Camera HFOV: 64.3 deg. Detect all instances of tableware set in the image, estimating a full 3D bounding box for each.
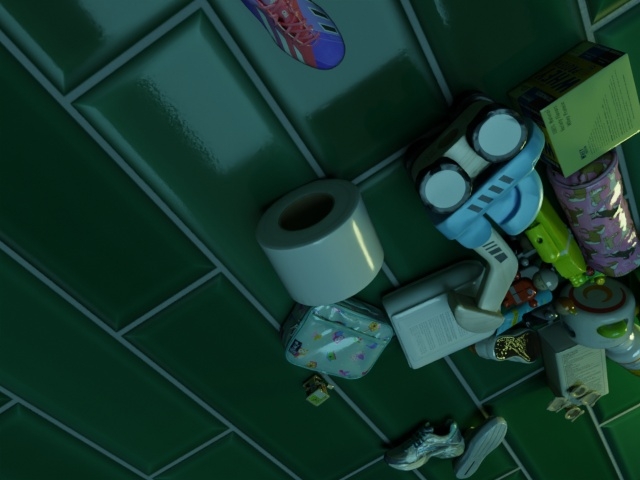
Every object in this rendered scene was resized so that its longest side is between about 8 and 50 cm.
[{"bbox_3d":[0.823,0.524,1.647,0.168,0.020,0.141,30,112,-26],"label":"tableware set"}]

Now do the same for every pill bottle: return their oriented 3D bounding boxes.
[{"bbox_3d":[0.997,0.342,1.636,0.245,0.136,0.136,30,111,-27],"label":"pill bottle"}]

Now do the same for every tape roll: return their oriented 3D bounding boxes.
[{"bbox_3d":[0.000,0.000,1.126,0.246,0.246,0.169,-25,124,3],"label":"tape roll"}]

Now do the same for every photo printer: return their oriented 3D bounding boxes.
[{"bbox_3d":[0.348,0.200,1.413,0.307,0.107,0.256,-25,124,2],"label":"photo printer"}]

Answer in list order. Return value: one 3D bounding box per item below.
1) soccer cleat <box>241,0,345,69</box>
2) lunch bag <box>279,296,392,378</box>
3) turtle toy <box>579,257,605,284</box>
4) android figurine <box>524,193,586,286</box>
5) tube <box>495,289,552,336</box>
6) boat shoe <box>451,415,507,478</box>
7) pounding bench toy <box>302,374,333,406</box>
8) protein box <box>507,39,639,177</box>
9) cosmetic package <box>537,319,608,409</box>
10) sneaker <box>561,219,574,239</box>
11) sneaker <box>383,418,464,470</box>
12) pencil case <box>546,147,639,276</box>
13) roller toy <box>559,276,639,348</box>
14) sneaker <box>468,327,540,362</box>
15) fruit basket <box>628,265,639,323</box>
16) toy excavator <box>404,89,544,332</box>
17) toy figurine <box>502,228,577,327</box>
[{"bbox_3d":[-0.071,-0.422,0.921,0.108,0.116,0.318,-43,121,14],"label":"soccer cleat"},{"bbox_3d":[0.042,0.249,1.372,0.279,0.108,0.224,22,114,-24],"label":"lunch bag"},{"bbox_3d":[0.776,0.080,1.456,0.066,0.095,0.130,28,113,-5],"label":"turtle toy"},{"bbox_3d":[0.564,-0.015,1.245,0.056,0.248,0.273,-32,90,32],"label":"android figurine"},{"bbox_3d":[0.575,0.199,1.454,0.207,0.052,0.080,-27,129,-23],"label":"tube"},{"bbox_3d":[0.538,0.707,1.781,0.109,0.094,0.302,12,119,-26],"label":"boat shoe"},{"bbox_3d":[-0.003,0.431,1.501,0.083,0.065,0.052,-41,120,13],"label":"pounding bench toy"},{"bbox_3d":[0.571,-0.293,1.140,0.201,0.136,0.200,-34,123,8],"label":"protein box"},{"bbox_3d":[0.817,0.394,1.641,0.160,0.113,0.310,-23,123,2],"label":"cosmetic package"},{"bbox_3d":[0.668,0.028,1.412,0.082,0.071,0.191,-31,116,16],"label":"sneaker"},{"bbox_3d":[0.345,0.683,1.735,0.282,0.110,0.122,-15,106,-7],"label":"sneaker"},{"bbox_3d":[0.705,-0.072,1.287,0.167,0.160,0.386,-42,124,-1],"label":"pencil case"},{"bbox_3d":[0.800,0.209,1.476,0.209,0.191,0.146,-43,130,-32],"label":"roller toy"},{"bbox_3d":[0.563,0.315,1.560,0.290,0.123,0.106,12,81,-37],"label":"sneaker"},{"bbox_3d":[1.084,0.115,1.429,0.391,0.283,0.392,-3,142,-3],"label":"fruit basket"},{"bbox_3d":[0.369,-0.040,1.147,0.445,0.222,0.433,39,108,-16],"label":"toy excavator"},{"bbox_3d":[0.560,0.102,1.337,0.148,0.213,0.209,-32,125,28],"label":"toy figurine"}]
